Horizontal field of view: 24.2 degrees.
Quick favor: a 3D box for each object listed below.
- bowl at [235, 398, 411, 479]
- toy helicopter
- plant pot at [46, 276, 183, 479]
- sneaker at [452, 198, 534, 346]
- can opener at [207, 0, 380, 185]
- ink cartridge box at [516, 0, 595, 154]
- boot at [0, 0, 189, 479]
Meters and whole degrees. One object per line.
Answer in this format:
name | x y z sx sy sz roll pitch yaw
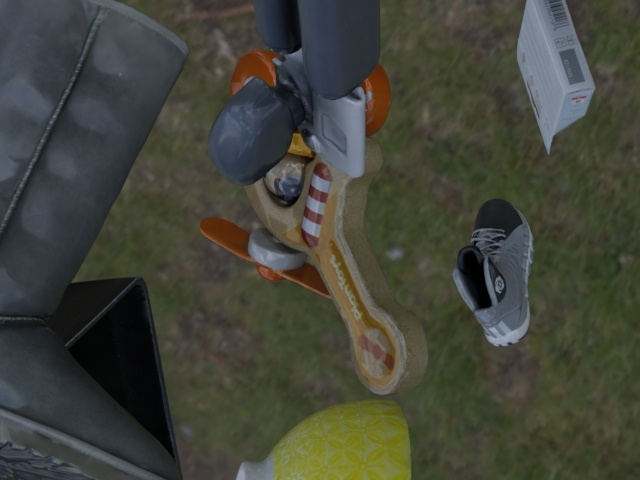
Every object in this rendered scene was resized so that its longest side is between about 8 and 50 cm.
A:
bowl | -0.015 0.301 1.576 0.156 0.289 0.289 9 131 -8
toy helicopter | 0.000 0.000 1.433 0.235 0.140 0.355 -51 53 41
plant pot | -0.217 0.138 0.993 0.167 0.188 0.187 5 118 24
sneaker | 0.227 0.017 1.998 0.086 0.229 0.132 -20 142 25
can opener | -0.012 -0.100 0.779 0.074 0.093 0.280 42 161 16
ink cartridge box | 0.283 -0.204 1.806 0.045 0.145 0.179 -15 160 -1
boot | -0.107 0.000 0.647 0.189 0.208 0.076 29 150 -10
